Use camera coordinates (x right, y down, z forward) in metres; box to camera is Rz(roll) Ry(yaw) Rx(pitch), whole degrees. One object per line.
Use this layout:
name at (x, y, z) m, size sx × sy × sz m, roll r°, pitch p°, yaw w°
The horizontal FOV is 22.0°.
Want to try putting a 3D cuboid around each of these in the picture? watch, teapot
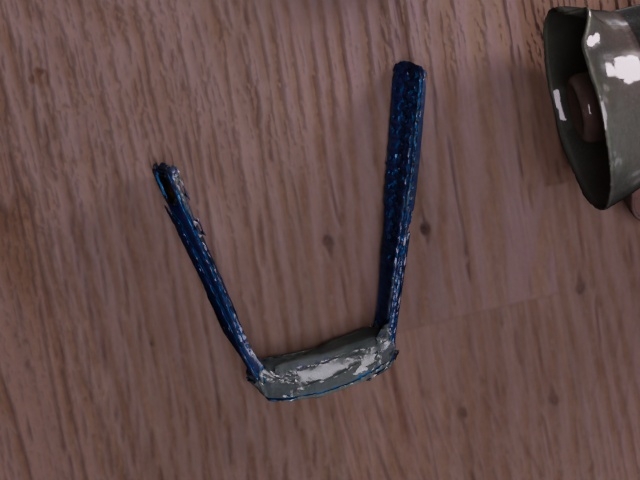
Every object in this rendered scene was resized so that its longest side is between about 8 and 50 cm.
watch at (0.013, 0.001, 1.595) m, size 0.276 × 0.068 × 0.274 m, roll -23°, pitch 102°, yaw -6°
teapot at (0.404, -0.150, 1.569) m, size 0.344 × 0.253 × 0.300 m, roll -13°, pitch 137°, yaw -2°
